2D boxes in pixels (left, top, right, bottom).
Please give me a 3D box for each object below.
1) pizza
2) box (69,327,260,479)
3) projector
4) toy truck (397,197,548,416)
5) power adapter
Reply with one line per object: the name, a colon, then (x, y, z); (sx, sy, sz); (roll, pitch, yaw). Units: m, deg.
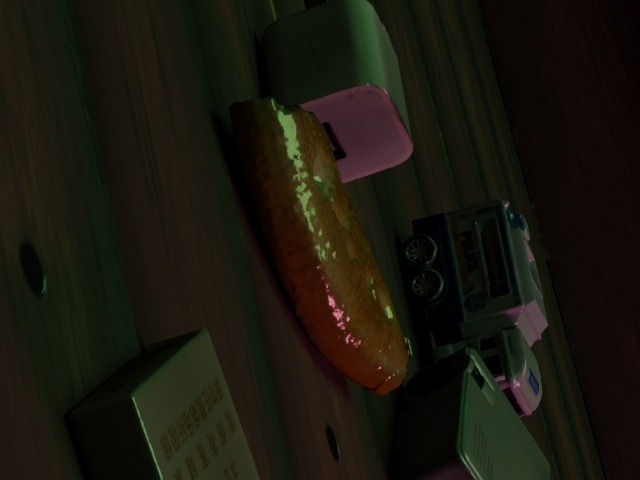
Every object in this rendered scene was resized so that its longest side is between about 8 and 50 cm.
pizza: (0.000, 0.000, 1.877); (0.182, 0.074, 0.365); (-91, 160, -47)
box: (-0.057, 0.252, 1.310); (0.204, 0.051, 0.365); (-46, 118, -77)
projector: (0.162, 0.252, 2.143); (0.192, 0.099, 0.257); (58, 17, -17)
toy truck: (0.198, 0.095, 2.441); (0.124, 0.155, 0.268); (55, 22, -55)
power adapter: (0.013, -0.177, 2.055); (0.130, 0.125, 0.205); (59, 17, -45)
